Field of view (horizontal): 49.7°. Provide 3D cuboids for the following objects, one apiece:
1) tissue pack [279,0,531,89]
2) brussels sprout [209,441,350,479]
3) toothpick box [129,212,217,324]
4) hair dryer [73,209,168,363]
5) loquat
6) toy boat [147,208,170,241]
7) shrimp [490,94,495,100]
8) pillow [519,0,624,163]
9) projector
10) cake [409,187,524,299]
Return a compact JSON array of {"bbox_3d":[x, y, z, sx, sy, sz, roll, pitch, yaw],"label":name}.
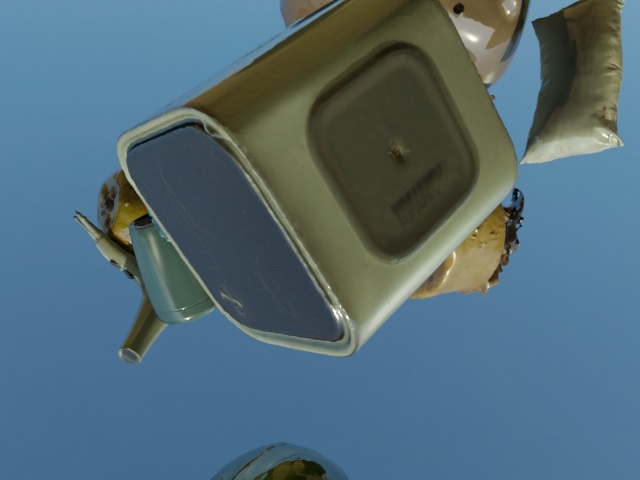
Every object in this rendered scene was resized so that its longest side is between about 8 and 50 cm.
[{"bbox_3d":[0.149,-0.408,1.112,0.387,0.277,0.267,28,-121,-10],"label":"tissue pack"},{"bbox_3d":[-0.066,0.500,1.113,0.275,0.315,0.371,-10,-152,15],"label":"brussels sprout"},{"bbox_3d":[-0.245,0.037,1.157,0.120,0.184,0.120,-16,-161,6],"label":"toothpick box"},{"bbox_3d":[-0.357,0.097,1.249,0.267,0.092,0.229,29,-132,-32],"label":"hair dryer"},{"bbox_3d":[-0.312,-0.055,1.363,0.246,0.213,0.213,9,-140,-45],"label":"loquat"},{"bbox_3d":[-0.121,-0.046,0.854,0.102,0.088,0.215,28,-161,9],"label":"toy boat"},{"bbox_3d":[0.205,-0.159,1.029,0.223,0.047,0.126,-33,-117,-30],"label":"shrimp"},{"bbox_3d":[0.355,-0.232,0.972,0.078,0.144,0.254,21,-110,-37],"label":"pillow"},{"bbox_3d":[-0.003,-0.068,0.658,0.249,0.248,0.248,-41,-70,-28],"label":"projector"},{"bbox_3d":[0.313,-0.041,1.545,0.321,0.332,0.332,-8,-129,-30],"label":"cake"}]
